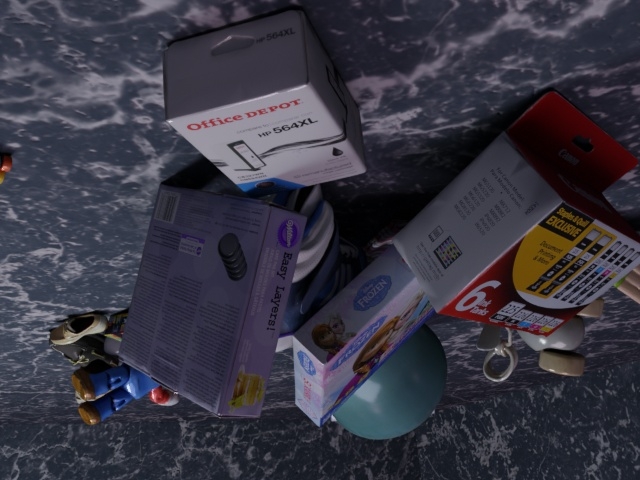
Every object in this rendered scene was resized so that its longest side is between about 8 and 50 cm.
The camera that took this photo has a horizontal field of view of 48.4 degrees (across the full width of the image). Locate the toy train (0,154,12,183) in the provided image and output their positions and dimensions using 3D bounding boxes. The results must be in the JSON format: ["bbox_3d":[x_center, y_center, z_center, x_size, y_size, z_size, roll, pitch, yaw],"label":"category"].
[{"bbox_3d":[-0.449,-0.080,0.823,0.166,0.046,0.125,-8,159,6],"label":"toy train"}]

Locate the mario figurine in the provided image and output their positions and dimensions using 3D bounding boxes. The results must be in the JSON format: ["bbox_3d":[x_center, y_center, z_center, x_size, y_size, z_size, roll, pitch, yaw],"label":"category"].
[{"bbox_3d":[-0.424,0.310,1.684,0.320,0.170,0.198,-18,149,-36],"label":"mario figurine"}]

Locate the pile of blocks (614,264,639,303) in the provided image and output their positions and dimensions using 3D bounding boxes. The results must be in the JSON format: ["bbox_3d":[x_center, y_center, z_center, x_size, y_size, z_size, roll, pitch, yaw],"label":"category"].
[{"bbox_3d":[0.455,0.021,1.276,0.361,0.149,0.113,7,-159,-6],"label":"pile of blocks"}]

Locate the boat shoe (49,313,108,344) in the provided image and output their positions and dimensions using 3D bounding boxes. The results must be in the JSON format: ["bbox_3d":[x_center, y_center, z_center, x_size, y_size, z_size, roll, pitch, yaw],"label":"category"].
[{"bbox_3d":[-0.516,0.181,1.497,0.135,0.050,0.045,-21,153,11],"label":"boat shoe"}]

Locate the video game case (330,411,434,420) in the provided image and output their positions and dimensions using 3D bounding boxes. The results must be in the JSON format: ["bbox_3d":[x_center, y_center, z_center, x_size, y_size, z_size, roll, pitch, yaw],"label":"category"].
[{"bbox_3d":[0.132,0.314,1.732,0.244,0.270,0.061,-3,122,-5],"label":"video game case"}]

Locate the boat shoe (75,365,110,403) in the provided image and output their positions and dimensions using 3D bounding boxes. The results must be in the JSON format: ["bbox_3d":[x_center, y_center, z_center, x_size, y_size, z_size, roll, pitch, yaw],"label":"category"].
[{"bbox_3d":[-0.569,0.372,1.803,0.109,0.098,0.302,20,168,-15],"label":"boat shoe"}]

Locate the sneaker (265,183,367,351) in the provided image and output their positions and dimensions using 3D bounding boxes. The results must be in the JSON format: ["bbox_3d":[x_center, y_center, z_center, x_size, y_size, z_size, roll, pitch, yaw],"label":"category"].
[{"bbox_3d":[-0.001,0.000,1.040,0.322,0.130,0.236,-35,146,-52],"label":"sneaker"}]

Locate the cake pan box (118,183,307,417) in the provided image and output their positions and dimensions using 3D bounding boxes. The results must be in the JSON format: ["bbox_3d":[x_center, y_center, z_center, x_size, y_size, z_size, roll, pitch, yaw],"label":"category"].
[{"bbox_3d":[-0.147,0.063,0.888,0.070,0.246,0.266,16,176,-42],"label":"cake pan box"}]

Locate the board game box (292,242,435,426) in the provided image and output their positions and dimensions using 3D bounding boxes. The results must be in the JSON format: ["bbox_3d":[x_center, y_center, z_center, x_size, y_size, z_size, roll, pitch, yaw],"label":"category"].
[{"bbox_3d":[0.091,0.124,1.125,0.318,0.066,0.318,-42,159,-20],"label":"board game box"}]

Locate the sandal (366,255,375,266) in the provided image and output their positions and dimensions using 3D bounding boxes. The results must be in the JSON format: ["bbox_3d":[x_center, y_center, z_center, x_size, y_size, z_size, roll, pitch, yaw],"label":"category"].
[{"bbox_3d":[-0.036,0.079,1.297,0.302,0.086,0.120,-19,155,13],"label":"sandal"}]

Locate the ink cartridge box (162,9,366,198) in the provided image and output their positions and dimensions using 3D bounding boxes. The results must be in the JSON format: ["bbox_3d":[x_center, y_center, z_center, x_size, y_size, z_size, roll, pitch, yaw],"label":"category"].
[{"bbox_3d":[-0.050,-0.130,0.738,0.148,0.086,0.203,-11,159,16],"label":"ink cartridge box"}]

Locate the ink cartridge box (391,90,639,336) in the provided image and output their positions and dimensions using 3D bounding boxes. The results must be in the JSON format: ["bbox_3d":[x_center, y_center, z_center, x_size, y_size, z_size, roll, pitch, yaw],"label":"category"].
[{"bbox_3d":[0.299,-0.015,0.941,0.309,0.130,0.272,15,127,-46],"label":"ink cartridge box"}]

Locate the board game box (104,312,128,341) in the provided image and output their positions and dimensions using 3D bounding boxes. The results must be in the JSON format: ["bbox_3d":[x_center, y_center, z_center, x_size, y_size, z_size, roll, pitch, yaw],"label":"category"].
[{"bbox_3d":[-0.348,0.204,1.515,0.170,0.048,0.141,29,153,-37],"label":"board game box"}]

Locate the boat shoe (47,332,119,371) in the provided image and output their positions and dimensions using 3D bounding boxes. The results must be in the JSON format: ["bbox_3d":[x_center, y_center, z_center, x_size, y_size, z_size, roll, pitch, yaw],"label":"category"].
[{"bbox_3d":[-0.545,0.260,1.659,0.081,0.069,0.227,-13,158,20],"label":"boat shoe"}]

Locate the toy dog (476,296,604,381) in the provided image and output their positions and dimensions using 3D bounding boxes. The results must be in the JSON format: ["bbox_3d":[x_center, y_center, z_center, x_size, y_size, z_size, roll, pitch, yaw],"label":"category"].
[{"bbox_3d":[0.384,0.158,1.403,0.160,0.220,0.333,12,162,-31],"label":"toy dog"}]

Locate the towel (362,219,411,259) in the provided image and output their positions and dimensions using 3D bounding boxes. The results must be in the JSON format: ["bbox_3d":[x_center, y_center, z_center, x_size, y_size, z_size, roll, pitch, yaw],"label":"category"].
[{"bbox_3d":[0.153,0.013,1.245,0.144,0.029,0.197,3,158,-18],"label":"towel"}]

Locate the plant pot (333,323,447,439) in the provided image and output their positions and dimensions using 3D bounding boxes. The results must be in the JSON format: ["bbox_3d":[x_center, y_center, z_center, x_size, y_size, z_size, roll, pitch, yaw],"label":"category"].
[{"bbox_3d":[0.095,0.240,1.492,0.292,0.293,0.235,-13,146,19],"label":"plant pot"}]
